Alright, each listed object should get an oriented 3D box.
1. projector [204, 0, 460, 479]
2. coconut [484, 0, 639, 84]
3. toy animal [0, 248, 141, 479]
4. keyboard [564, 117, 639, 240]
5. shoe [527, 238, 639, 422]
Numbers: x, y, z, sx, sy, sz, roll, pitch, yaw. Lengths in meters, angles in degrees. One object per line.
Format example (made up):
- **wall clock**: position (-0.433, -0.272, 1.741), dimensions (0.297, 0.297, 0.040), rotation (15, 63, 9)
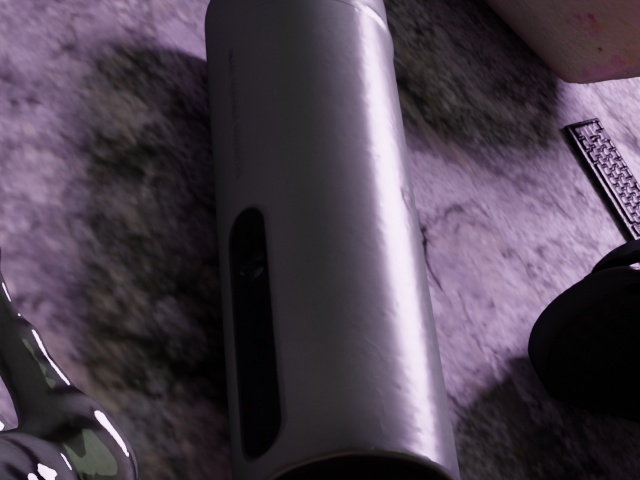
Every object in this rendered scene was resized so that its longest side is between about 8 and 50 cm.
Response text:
- **projector**: position (0.000, 0.000, 0.893), dimensions (0.108, 0.108, 0.338), rotation (31, 38, -35)
- **coconut**: position (0.241, -0.262, 1.315), dimensions (0.309, 0.297, 0.297), rotation (45, 31, -17)
- **toy animal**: position (-0.123, 0.078, 0.663), dimensions (0.255, 0.090, 0.170), rotation (9, 52, -49)
- **keyboard**: position (0.253, -0.006, 1.353), dimensions (0.067, 0.011, 0.202), rotation (-15, 72, -57)
- **shoe**: position (0.205, 0.053, 1.140), dimensions (0.241, 0.108, 0.093), rotation (28, 37, -49)
